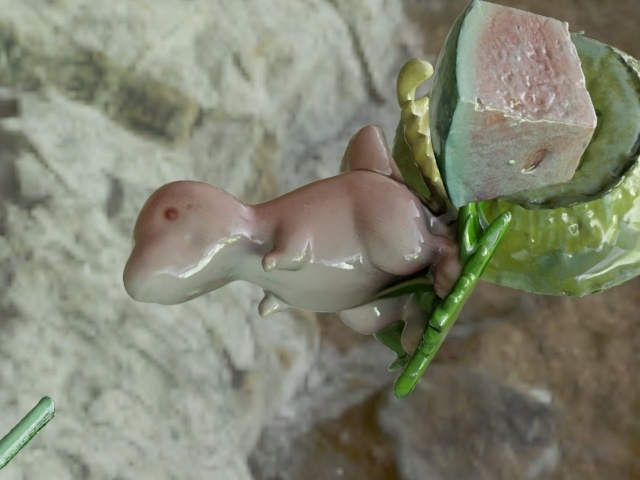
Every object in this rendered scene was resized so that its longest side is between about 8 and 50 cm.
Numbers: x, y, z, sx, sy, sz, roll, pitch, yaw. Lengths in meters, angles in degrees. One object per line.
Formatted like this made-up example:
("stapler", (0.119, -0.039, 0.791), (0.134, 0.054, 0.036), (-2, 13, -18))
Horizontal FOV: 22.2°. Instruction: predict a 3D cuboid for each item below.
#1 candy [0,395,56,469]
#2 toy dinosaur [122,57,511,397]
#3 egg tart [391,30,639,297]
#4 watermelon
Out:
("candy", (-0.281, 0.209, 1.077), (0.093, 0.092, 0.335), (31, -133, 11))
("toy dinosaur", (0.000, 0.002, 0.925), (0.177, 0.152, 0.194), (33, -115, 6))
("egg tart", (0.138, -0.055, 1.002), (0.197, 0.078, 0.197), (-3, -117, 6))
("watermelon", (0.080, -0.063, 0.715), (0.072, 0.084, 0.092), (-15, 176, 16))
